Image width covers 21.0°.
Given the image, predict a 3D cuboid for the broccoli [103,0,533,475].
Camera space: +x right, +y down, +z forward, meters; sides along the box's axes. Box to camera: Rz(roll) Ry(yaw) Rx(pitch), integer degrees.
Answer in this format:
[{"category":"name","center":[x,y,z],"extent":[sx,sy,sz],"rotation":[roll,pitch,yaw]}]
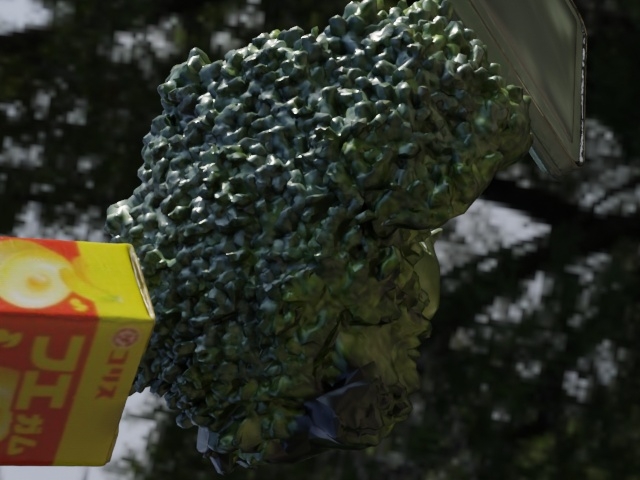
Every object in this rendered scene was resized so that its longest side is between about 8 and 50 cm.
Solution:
[{"category":"broccoli","center":[-0.018,0.005,1.283],"extent":[0.338,0.277,0.317],"rotation":[-55,-25,-30]}]

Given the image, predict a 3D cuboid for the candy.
[{"category":"candy","center":[-0.256,0.070,1.101],"extent":[0.088,0.276,0.146],"rotation":[-113,34,-46]}]

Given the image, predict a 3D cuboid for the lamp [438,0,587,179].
[{"category":"lamp","center":[0.180,-0.227,1.650],"extent":[0.269,0.047,0.266],"rotation":[52,-152,-29]}]
